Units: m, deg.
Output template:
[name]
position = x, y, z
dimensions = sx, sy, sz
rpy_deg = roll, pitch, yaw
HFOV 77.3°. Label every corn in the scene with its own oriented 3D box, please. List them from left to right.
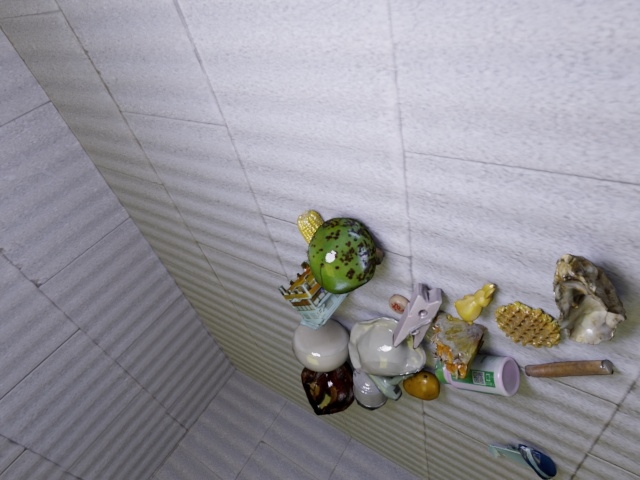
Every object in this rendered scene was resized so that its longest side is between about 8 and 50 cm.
[corn]
position = 0.000, 0.000, 1.459
dimensions = 0.093, 0.093, 0.244
rpy_deg = -2, 130, 47

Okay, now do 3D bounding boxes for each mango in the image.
[mango]
position = 0.446, 0.649, 1.784
dimensions = 0.147, 0.109, 0.227
rpy_deg = 37, 149, 5

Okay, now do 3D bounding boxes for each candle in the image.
[candle]
position = 0.247, 0.691, 1.973
dimensions = 0.187, 0.187, 0.330
rpy_deg = 22, 143, 26

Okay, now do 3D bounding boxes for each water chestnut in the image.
[water chestnut]
position = 0.071, 0.783, 2.211
dimensions = 0.335, 0.347, 0.335
rpy_deg = 10, 102, 56

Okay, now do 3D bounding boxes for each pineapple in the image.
[pineapple]
position = 0.465, 0.340, 1.350
dimensions = 0.186, 0.236, 0.114
rpy_deg = -10, 141, 2

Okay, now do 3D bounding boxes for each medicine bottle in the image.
[medicine bottle]
position = 0.553, 0.475, 1.437
dimensions = 0.133, 0.133, 0.274
rpy_deg = 51, 145, -17

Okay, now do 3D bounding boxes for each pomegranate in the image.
[pomegranate]
position = 0.083, 0.053, 1.317
dimensions = 0.270, 0.254, 0.254
rpy_deg = 6, 155, -21

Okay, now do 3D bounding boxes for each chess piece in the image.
[chess piece]
position = 0.297, 0.239, 1.501
dimensions = 0.083, 0.038, 0.083
rpy_deg = 28, 146, 21

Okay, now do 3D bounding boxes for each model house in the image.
[model house]
position = -0.011, 0.205, 1.613
dimensions = 0.198, 0.224, 0.215
rpy_deg = -12, 118, 49

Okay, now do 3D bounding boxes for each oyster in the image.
[oyster]
position = 0.634, 0.135, 0.963
dimensions = 0.341, 0.110, 0.166
rpy_deg = 50, 152, -21

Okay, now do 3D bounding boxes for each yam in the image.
[yam]
position = 0.744, 0.392, 1.219
dimensions = 0.046, 0.046, 0.264
rpy_deg = 44, 148, -6

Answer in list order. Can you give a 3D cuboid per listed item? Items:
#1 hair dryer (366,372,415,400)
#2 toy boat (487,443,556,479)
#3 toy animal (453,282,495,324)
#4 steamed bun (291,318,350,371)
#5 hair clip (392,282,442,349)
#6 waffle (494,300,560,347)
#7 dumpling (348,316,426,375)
[hair dryer]
position = 0.287, 0.588, 1.792
dimensions = 0.229, 0.092, 0.267
rpy_deg = 29, 136, 18
[toy boat]
position = 0.868, 0.941, 1.753
dimensions = 0.291, 0.070, 0.210
rpy_deg = 8, 134, 45
[toy animal]
position = 0.484, 0.185, 1.215
dimensions = 0.159, 0.070, 0.083
rpy_deg = -58, 43, 45
[steamed bun]
position = 0.005, 0.505, 1.892
dimensions = 0.283, 0.283, 0.177
rpy_deg = 20, 127, 29
[hair clip]
position = 0.342, 0.277, 1.431
dimensions = 0.101, 0.085, 0.331
rpy_deg = 13, 135, 5
[waffle]
position = 0.613, 0.255, 1.193
dimensions = 0.191, 0.038, 0.191
rpy_deg = 26, 146, 19
[dumpling]
position = 0.251, 0.442, 1.685
dimensions = 0.341, 0.181, 0.260
rpy_deg = -7, 105, 62
